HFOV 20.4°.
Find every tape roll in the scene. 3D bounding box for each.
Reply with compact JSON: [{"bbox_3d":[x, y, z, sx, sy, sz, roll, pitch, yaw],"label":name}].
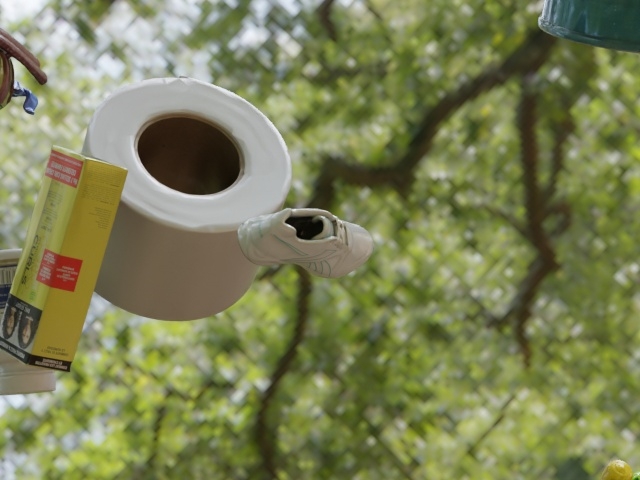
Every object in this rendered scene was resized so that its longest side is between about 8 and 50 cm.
[{"bbox_3d":[-0.171,-0.049,2.103,0.246,0.246,0.169,-34,-23,-39],"label":"tape roll"}]

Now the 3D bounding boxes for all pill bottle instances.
[{"bbox_3d":[-0.357,0.098,2.132,0.094,0.169,0.094,-5,-6,0],"label":"pill bottle"}]

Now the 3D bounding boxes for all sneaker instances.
[{"bbox_3d":[0.000,0.000,1.593,0.152,0.054,0.061,4,-22,-45],"label":"sneaker"}]

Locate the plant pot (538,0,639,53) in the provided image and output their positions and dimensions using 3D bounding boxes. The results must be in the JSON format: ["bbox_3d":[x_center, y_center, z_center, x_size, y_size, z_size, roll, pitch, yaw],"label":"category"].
[{"bbox_3d":[0.394,-0.355,2.003,0.271,0.271,0.255,-23,-58,-56],"label":"plant pot"}]

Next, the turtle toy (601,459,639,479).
[{"bbox_3d":[0.258,0.241,1.539,0.130,0.066,0.095,-52,-11,-48],"label":"turtle toy"}]

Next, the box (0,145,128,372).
[{"bbox_3d":[-0.282,0.020,1.934,0.058,0.087,0.232,15,-85,-38],"label":"box"}]

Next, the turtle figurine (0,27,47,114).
[{"bbox_3d":[-0.487,-0.200,2.174,0.266,0.274,0.198,104,-178,-75],"label":"turtle figurine"}]
